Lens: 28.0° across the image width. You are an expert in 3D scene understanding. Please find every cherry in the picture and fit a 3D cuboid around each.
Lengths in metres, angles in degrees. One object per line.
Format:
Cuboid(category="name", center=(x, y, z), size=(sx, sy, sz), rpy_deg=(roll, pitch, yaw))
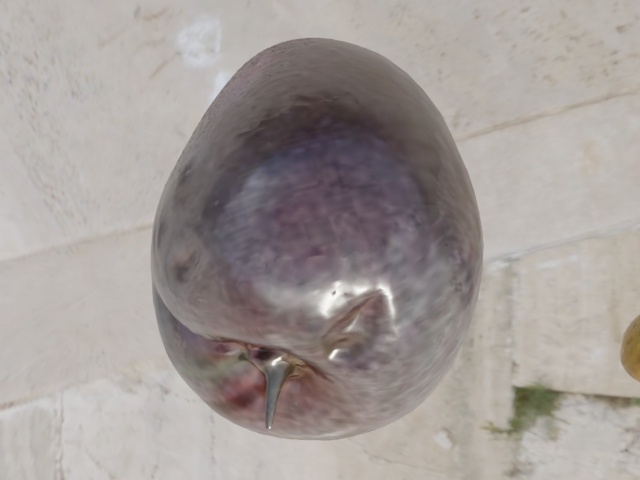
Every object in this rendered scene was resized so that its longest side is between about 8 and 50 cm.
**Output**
Cuboid(category="cherry", center=(0.000, 0.001, 0.551), size=(0.140, 0.176, 0.176), rpy_deg=(10, 86, 7))

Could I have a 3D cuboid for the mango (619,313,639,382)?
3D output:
Cuboid(category="mango", center=(0.200, 0.044, 0.617), size=(0.114, 0.079, 0.057), rpy_deg=(-18, 65, 22))
